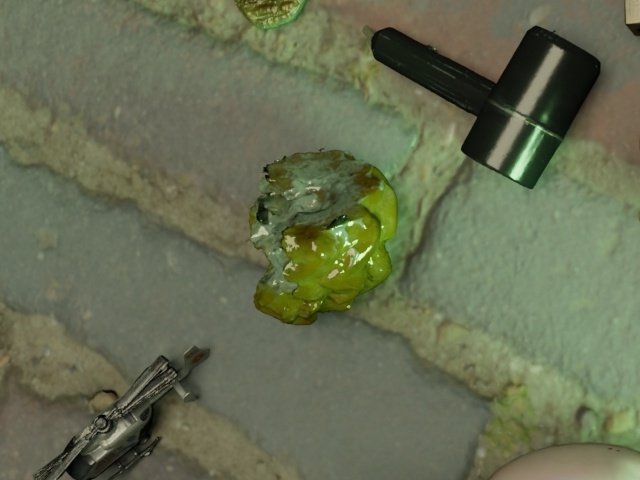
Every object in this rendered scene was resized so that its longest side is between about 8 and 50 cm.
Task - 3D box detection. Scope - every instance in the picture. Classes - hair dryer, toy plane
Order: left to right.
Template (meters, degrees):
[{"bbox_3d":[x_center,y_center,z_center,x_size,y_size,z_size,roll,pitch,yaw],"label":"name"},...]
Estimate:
[{"bbox_3d":[-0.176,0.166,1.253,0.197,0.078,0.053,-40,71,1],"label":"toy plane"},{"bbox_3d":[0.122,-0.145,1.157,0.219,0.071,0.124,31,97,30],"label":"hair dryer"}]

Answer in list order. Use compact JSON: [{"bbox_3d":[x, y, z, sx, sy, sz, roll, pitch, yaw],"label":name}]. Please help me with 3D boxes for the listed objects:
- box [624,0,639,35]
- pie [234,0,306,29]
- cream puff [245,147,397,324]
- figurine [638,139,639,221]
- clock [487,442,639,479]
[{"bbox_3d":[0.263,-0.213,1.101,0.024,0.053,0.083,0,88,22],"label":"box"},{"bbox_3d":[-0.047,-0.237,1.249,0.084,0.020,0.084,-2,86,23],"label":"pie"},{"bbox_3d":[0.000,0.001,1.172,0.121,0.156,0.156,-1,85,-20],"label":"cream puff"},{"bbox_3d":[0.395,-0.083,0.971,0.332,0.185,0.204,-9,49,26],"label":"figurine"},{"bbox_3d":[0.159,0.336,1.010,0.377,0.250,0.368,-3,87,16],"label":"clock"}]
